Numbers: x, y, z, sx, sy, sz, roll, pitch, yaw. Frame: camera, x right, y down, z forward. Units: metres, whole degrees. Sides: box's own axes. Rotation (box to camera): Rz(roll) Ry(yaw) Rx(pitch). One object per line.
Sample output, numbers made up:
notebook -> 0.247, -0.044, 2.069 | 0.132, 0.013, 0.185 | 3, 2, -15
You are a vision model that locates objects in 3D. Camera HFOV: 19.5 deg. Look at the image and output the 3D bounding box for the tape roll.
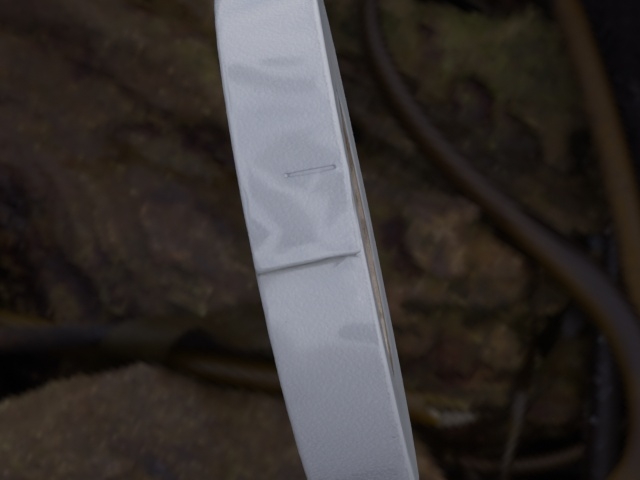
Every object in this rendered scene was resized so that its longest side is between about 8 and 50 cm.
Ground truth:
tape roll -> 0.000, 0.000, 1.296 | 0.072, 0.392, 0.392 | -11, 46, 3
